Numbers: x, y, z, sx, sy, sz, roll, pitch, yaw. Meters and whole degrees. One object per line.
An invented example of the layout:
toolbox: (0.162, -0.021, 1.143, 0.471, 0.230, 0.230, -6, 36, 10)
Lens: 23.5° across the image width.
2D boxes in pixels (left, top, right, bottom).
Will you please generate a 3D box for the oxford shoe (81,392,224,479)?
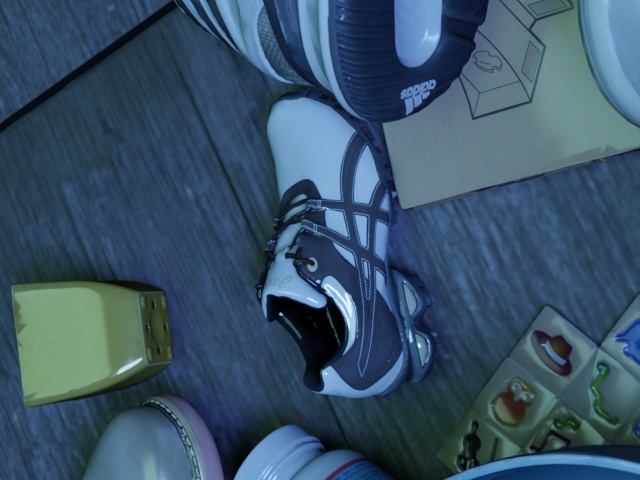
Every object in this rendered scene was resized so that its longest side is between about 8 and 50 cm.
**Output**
oxford shoe: (-0.161, 0.287, 0.964, 0.140, 0.146, 0.397, 21, 99, 52)

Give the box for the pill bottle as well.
pill bottle: (0.024, 0.181, 0.913, 0.160, 0.087, 0.087, 36, 106, 28)

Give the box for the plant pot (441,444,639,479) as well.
plant pot: (0.164, 0.232, 0.766, 0.293, 0.196, 0.293, 3, 96, 28)

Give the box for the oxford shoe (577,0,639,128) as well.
oxford shoe: (0.258, -0.256, 0.738, 0.130, 0.169, 0.449, 37, 105, 53)

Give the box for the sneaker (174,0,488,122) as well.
sneaker: (-0.035, -0.304, 0.843, 0.257, 0.169, 0.448, 23, 120, 40)

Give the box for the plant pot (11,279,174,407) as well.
plant pot: (-0.144, 0.063, 1.014, 0.083, 0.081, 0.081, -9, 86, 16)

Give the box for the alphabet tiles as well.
alphabet tiles: (0.185, 0.156, 0.875, 0.237, 0.009, 0.198, 41, 109, 22)

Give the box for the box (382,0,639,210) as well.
box: (0.100, -0.132, 0.912, 0.164, 0.021, 0.201, -15, 84, 28)

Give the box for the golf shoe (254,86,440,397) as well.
golf shoe: (0.000, 0.000, 0.918, 0.077, 0.094, 0.198, -37, 70, 47)
